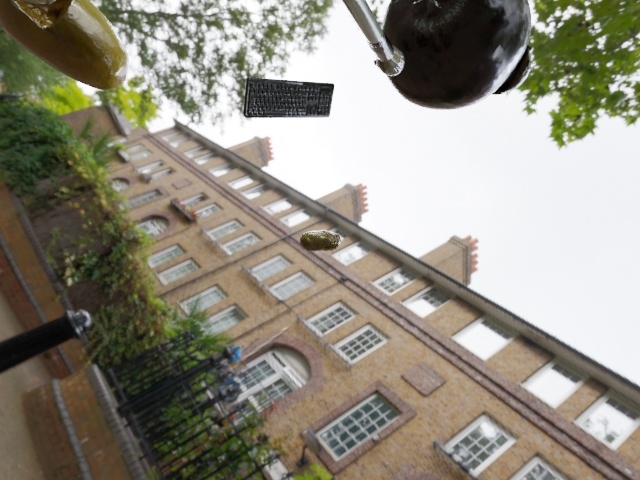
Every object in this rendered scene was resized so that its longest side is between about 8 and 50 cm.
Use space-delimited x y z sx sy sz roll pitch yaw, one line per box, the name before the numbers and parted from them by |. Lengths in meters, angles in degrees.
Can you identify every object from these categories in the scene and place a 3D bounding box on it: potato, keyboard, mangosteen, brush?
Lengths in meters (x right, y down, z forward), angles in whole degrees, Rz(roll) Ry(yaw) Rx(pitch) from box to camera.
potato | 0.000 0.000 0.975 0.051 0.083 0.040 135 -47 -57
keyboard | -0.039 -0.195 0.704 0.010 0.155 0.053 29 -60 41
mangosteen | 0.266 -0.397 1.027 0.300 0.300 0.300 44 -31 36
brush | 0.060 -0.255 0.623 0.042 0.039 0.299 45 15 13

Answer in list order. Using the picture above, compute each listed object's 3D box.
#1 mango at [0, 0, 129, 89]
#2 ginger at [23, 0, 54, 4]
mango | -0.421 -0.345 0.848 0.262 0.130 0.167 37 10 4
ginger | -0.397 -0.376 0.482 0.176 0.375 0.256 -2 -102 27
